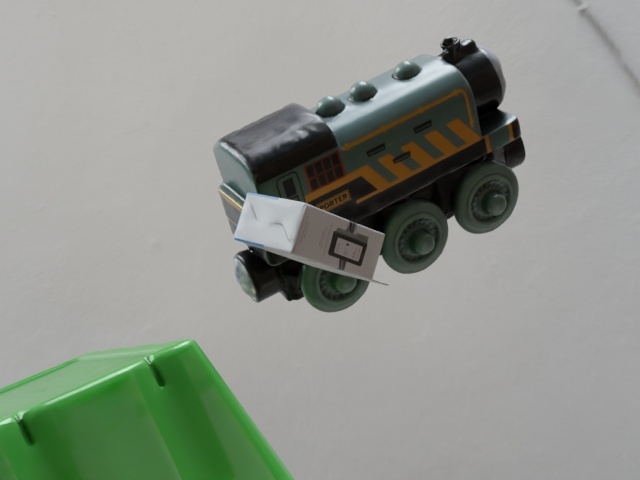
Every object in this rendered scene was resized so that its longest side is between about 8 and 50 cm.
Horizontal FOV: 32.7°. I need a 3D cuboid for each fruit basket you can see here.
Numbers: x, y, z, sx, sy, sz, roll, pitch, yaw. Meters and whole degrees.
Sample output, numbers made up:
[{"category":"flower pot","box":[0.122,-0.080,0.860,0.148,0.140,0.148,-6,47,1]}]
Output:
[{"category":"fruit basket","box":[-0.166,0.283,0.829,0.282,0.392,0.392,-22,-85,-27]}]

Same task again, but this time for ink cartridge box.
[{"category":"ink cartridge box","box":[0.000,0.000,0.601,0.083,0.048,0.028,21,-95,-46]}]

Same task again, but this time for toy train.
[{"category":"toy train","box":[0.054,-0.067,1.067,0.333,0.142,0.190,-27,-57,-16]}]
